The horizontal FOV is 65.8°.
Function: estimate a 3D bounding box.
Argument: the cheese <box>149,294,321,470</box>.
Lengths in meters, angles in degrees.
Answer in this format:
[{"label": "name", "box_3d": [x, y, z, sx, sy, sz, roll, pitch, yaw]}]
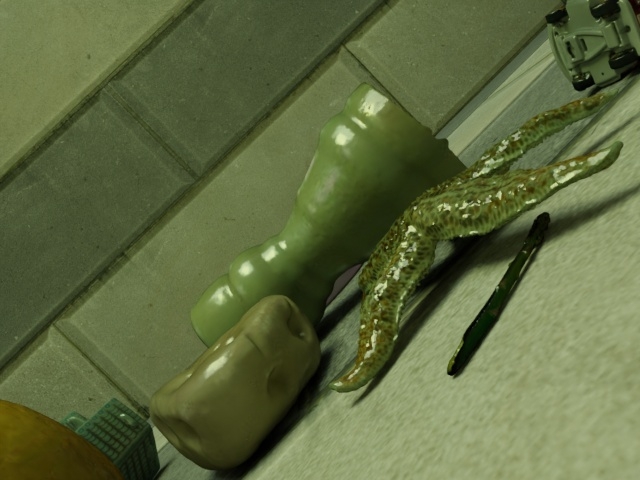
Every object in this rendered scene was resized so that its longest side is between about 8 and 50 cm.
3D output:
[{"label": "cheese", "box_3d": [-0.094, 0.166, 0.594, 0.218, 0.117, 0.235, -43, 4, -13]}]

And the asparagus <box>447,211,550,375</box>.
[{"label": "asparagus", "box_3d": [0.131, 0.031, 0.352, 0.016, 0.013, 0.166, 10, 47, 46]}]

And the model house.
[{"label": "model house", "box_3d": [-0.421, 0.415, 0.832, 0.215, 0.198, 0.224, -30, 6, 20]}]

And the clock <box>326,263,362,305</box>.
[{"label": "clock", "box_3d": [-0.058, 0.113, 1.065, 0.338, 0.102, 0.338, -44, 2, 2]}]

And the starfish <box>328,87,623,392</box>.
[{"label": "starfish", "box_3d": [0.132, -0.024, 0.505, 0.358, 0.078, 0.347, -48, -4, 9]}]

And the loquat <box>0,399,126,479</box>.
[{"label": "loquat", "box_3d": [-0.254, 0.245, 0.329, 0.275, 0.275, 0.275, -44, 2, 2]}]

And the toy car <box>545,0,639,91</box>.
[{"label": "toy car", "box_3d": [0.354, -0.253, 0.585, 0.112, 0.112, 0.139, -29, 12, -1]}]

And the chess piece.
[{"label": "chess piece", "box_3d": [0.000, 0.000, 0.754, 0.442, 0.234, 0.234, -47, 2, 11]}]
